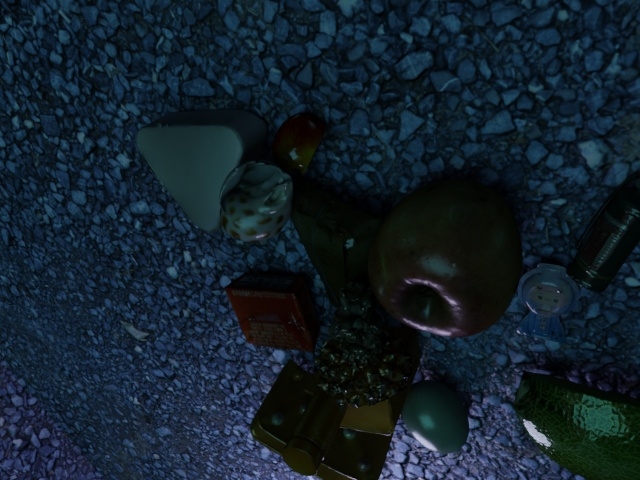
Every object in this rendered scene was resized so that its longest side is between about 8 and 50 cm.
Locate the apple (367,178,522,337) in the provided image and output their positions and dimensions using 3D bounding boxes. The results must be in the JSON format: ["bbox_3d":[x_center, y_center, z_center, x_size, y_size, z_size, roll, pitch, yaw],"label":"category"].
[{"bbox_3d":[0.274,0.028,1.269,0.338,0.305,0.339,16,139,15],"label":"apple"}]

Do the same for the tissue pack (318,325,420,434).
[{"bbox_3d":[0.145,0.367,1.553,0.194,0.274,0.145,-1,120,28],"label":"tissue pack"}]

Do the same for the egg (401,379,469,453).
[{"bbox_3d":[0.324,0.496,1.610,0.168,0.168,0.231,-25,110,36],"label":"egg"}]

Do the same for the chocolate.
[{"bbox_3d":[-0.131,0.205,1.685,0.237,0.108,0.235,2,128,28],"label":"chocolate"}]

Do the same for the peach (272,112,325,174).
[{"bbox_3d":[-0.054,-0.235,1.376,0.151,0.151,0.118,-5,130,29],"label":"peach"}]

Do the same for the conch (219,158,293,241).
[{"bbox_3d":[-0.163,-0.087,1.396,0.275,0.149,0.183,-38,96,21],"label":"conch"}]

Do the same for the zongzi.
[{"bbox_3d":[0.000,0.000,1.498,0.360,0.160,0.323,33,143,31],"label":"zongzi"}]

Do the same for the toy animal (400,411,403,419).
[{"bbox_3d":[0.146,0.438,1.697,0.255,0.114,0.116,28,126,21],"label":"toy animal"}]

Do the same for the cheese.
[{"bbox_3d":[0.534,0.149,1.358,0.135,0.052,0.245,12,132,24],"label":"cheese"}]

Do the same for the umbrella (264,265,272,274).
[{"bbox_3d":[-0.178,0.125,1.728,0.149,0.022,0.022,-52,47,39],"label":"umbrella"}]

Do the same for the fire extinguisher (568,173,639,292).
[{"bbox_3d":[0.618,-0.030,1.182,0.093,0.118,0.294,3,128,-16],"label":"fire extinguisher"}]

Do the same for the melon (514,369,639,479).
[{"bbox_3d":[0.659,0.451,1.409,0.343,0.226,0.331,9,141,6],"label":"melon"}]

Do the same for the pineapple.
[{"bbox_3d":[0.091,0.219,1.377,0.262,0.262,0.272,9,131,22],"label":"pineapple"}]

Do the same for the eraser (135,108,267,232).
[{"bbox_3d":[-0.293,-0.181,1.516,0.331,0.150,0.331,11,121,20],"label":"eraser"}]

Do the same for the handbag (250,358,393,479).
[{"bbox_3d":[0.017,0.544,1.723,0.401,0.283,0.133,26,133,8],"label":"handbag"}]

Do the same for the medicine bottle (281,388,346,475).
[{"bbox_3d":[-0.011,0.461,1.391,0.096,0.192,0.096,13,126,18],"label":"medicine bottle"}]
